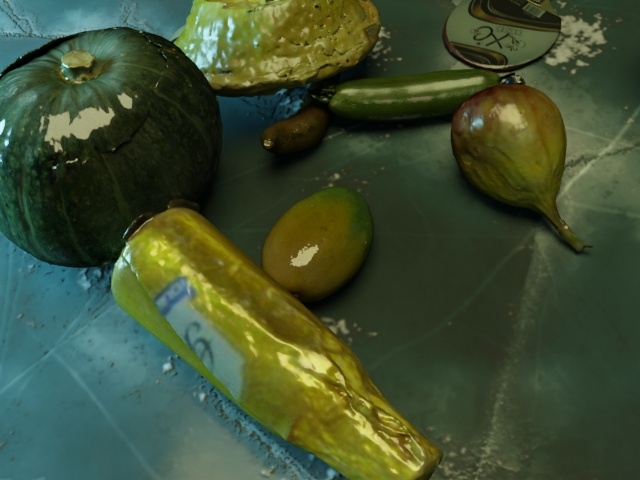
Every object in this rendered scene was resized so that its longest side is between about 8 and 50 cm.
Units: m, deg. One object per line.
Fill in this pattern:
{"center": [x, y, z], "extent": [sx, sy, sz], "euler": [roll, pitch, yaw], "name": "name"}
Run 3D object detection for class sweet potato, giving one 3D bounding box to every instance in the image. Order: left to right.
{"center": [-0.017, -0.182, 1.267], "extent": [0.069, 0.059, 0.249], "euler": [45, 49, -9], "name": "sweet potato"}

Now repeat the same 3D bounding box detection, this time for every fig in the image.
{"center": [0.287, -0.094, 1.154], "extent": [0.159, 0.159, 0.257], "euler": [-29, 78, -16], "name": "fig"}

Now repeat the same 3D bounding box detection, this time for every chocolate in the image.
{"center": [-0.051, 0.128, 0.987], "extent": [0.445, 0.162, 0.162], "euler": [36, 64, 23], "name": "chocolate"}

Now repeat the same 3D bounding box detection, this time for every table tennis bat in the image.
{"center": [0.331, -0.376, 1.405], "extent": [0.173, 0.022, 0.301], "euler": [38, 67, 25], "name": "table tennis bat"}

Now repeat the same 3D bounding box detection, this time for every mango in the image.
{"center": [0.000, 0.000, 1.121], "extent": [0.130, 0.092, 0.195], "euler": [14, 48, 15], "name": "mango"}

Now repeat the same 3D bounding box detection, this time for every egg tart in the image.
{"center": [-0.079, -0.337, 1.287], "extent": [0.345, 0.132, 0.345], "euler": [-7, 40, 6], "name": "egg tart"}

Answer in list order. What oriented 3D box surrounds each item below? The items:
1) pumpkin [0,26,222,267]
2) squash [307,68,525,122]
{"center": [-0.292, -0.131, 1.126], "extent": [0.291, 0.257, 0.328], "euler": [24, 54, 26], "name": "pumpkin"}
{"center": [0.140, -0.213, 1.263], "extent": [0.318, 0.071, 0.080], "euler": [-4, 13, -2], "name": "squash"}
